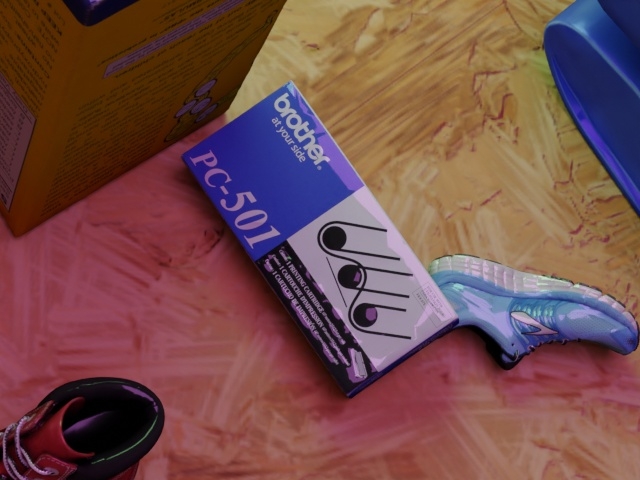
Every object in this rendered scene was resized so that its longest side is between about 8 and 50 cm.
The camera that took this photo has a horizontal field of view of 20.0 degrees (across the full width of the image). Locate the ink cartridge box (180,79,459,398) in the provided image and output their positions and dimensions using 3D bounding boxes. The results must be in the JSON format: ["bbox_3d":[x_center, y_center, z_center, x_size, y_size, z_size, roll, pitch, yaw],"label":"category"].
[{"bbox_3d":[0.000,0.000,1.281,0.097,0.046,0.207,-34,81,-1],"label":"ink cartridge box"}]

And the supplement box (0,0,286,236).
[{"bbox_3d":[-0.147,-0.183,1.152,0.195,0.356,0.194,-33,82,-24],"label":"supplement box"}]

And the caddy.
[{"bbox_3d":[0.325,-0.110,1.329,0.179,0.241,0.341,-31,81,-19],"label":"caddy"}]

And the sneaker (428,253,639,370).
[{"bbox_3d":[0.151,0.062,1.320,0.162,0.063,0.073,14,80,-3],"label":"sneaker"}]

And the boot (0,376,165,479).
[{"bbox_3d":[-0.218,0.150,1.106,0.244,0.176,0.088,-20,78,-21],"label":"boot"}]
